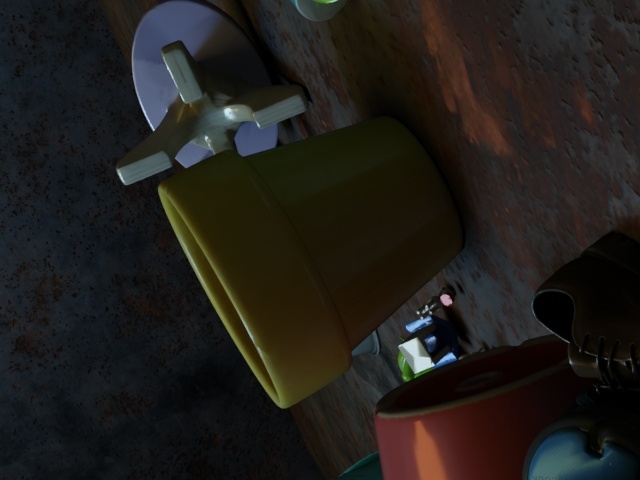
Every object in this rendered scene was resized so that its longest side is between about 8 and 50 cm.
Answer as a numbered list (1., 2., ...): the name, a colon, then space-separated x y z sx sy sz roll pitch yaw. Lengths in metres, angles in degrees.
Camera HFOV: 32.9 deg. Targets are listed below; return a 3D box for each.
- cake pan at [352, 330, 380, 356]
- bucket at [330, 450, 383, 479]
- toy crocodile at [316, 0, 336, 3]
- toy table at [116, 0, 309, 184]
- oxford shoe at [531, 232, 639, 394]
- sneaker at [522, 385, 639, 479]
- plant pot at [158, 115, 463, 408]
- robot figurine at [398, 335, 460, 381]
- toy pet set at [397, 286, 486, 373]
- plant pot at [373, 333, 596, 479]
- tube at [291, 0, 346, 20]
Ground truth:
1. cake pan: 0.000 0.074 1.787 0.293 0.054 0.293 57 169 17
2. bucket: 0.121 0.431 1.546 0.281 0.183 0.281 19 119 38
3. toy crocodile: -0.067 -0.320 0.914 0.340 0.115 0.105 54 149 22
4. toy table: -0.146 -0.165 1.402 0.274 0.252 0.161 53 -170 -28
5. oxford shoe: 0.212 0.074 0.681 0.227 0.096 0.083 35 151 63
6. sneaker: 0.291 0.211 0.676 0.341 0.139 0.125 44 123 12
7. plant pot: 0.000 0.000 1.087 0.254 0.239 0.254 57 168 18
8. robot figurine: 0.139 0.156 1.310 0.101 0.067 0.115 26 -162 -47
9. toy pet set: 0.153 0.113 1.222 0.114 0.065 0.122 -30 93 45
10. plant pot: 0.170 0.218 0.872 0.275 0.274 0.243 166 84 -79
11. tube: -0.032 -0.277 1.057 0.207 0.052 0.080 -122 19 -51
